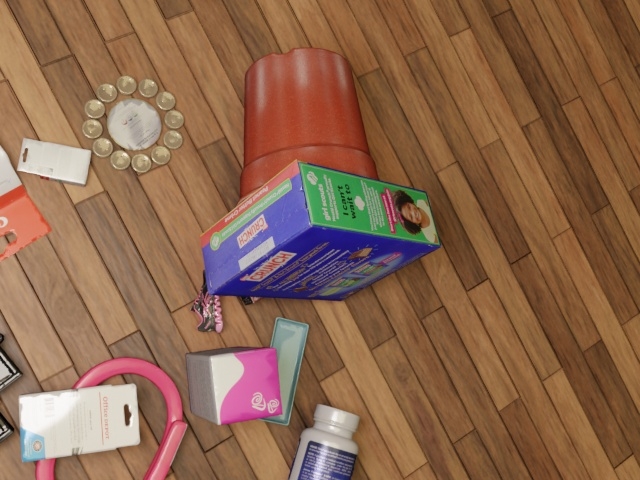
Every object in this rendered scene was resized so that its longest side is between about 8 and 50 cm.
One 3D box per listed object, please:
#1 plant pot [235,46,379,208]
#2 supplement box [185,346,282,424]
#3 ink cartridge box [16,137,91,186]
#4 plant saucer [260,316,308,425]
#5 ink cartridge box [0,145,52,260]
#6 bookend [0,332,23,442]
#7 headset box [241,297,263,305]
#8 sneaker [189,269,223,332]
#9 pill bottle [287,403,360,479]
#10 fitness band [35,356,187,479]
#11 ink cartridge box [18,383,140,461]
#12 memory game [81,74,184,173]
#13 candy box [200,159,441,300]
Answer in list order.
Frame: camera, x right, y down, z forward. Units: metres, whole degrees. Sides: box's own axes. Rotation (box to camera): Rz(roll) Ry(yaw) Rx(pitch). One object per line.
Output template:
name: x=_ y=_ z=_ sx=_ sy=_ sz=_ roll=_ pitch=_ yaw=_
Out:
plant pot: x=-0.029 y=-0.187 z=1.402 sx=0.272 sy=0.272 sz=0.265 roll=0 pitch=74 yaw=-20
supplement box: x=-0.151 y=0.239 z=1.300 sx=0.111 sy=0.220 sz=0.114 roll=-5 pitch=83 yaw=-20
ink cartridge box: x=-0.465 y=-0.136 z=1.345 sx=0.115 sy=0.029 sz=0.063 roll=10 pitch=79 yaw=-17
plant saucer: x=-0.073 y=0.244 z=1.438 sx=0.067 sy=0.018 sz=0.192 roll=16 pitch=78 yaw=-17
ink cartridge box: x=-0.592 y=-0.071 z=1.277 sx=0.189 sy=0.066 sz=0.232 roll=-35 pitch=91 yaw=-21
bookend: x=-0.535 y=0.259 z=1.238 sx=0.156 sy=0.072 sz=0.157 roll=-38 pitch=96 yaw=-21
headset box: x=-0.110 y=0.091 z=1.423 sx=0.083 sy=0.062 sz=0.032 roll=-28 pitch=91 yaw=-22
sneaker: x=-0.210 y=0.111 z=1.397 sx=0.057 sy=0.047 sz=0.119 roll=-6 pitch=83 yaw=-9
pill bottle: x=0.008 y=0.399 z=1.393 sx=0.112 sy=0.112 sz=0.186 roll=21 pitch=76 yaw=-16
fitness band: x=-0.353 y=0.342 z=1.306 sx=0.209 sy=0.054 sz=0.291 roll=28 pitch=73 yaw=-11
ink cartridge box: x=-0.388 y=0.291 z=1.243 sx=0.180 sy=0.060 sz=0.104 roll=-3 pitch=81 yaw=-18
memory game: x=-0.341 y=-0.214 z=1.411 sx=0.186 sy=0.012 sz=0.186 roll=3 pitch=81 yaw=-20
candy box: x=0.000 y=0.000 z=1.306 sx=0.317 sy=0.268 sz=0.122 roll=7 pitch=61 yaw=-45
